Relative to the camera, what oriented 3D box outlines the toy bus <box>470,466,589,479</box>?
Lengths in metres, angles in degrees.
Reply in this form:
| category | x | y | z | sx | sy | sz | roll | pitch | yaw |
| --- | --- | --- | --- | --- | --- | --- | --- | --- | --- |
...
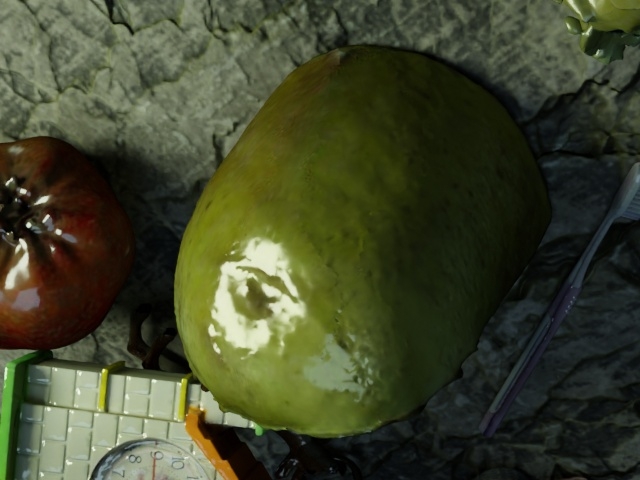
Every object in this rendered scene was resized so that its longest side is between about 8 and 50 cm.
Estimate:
| category | x | y | z | sx | sy | sz | roll | pitch | yaw |
| --- | --- | --- | --- | --- | --- | --- | --- | --- | --- |
| toy bus | 0.108 | 0.403 | 1.429 | 0.426 | 0.203 | 0.233 | -14 | 125 | 21 |

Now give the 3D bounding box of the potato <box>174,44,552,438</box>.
| category | x | y | z | sx | sy | sz | roll | pitch | yaw |
| --- | --- | --- | --- | --- | --- | --- | --- | --- | --- |
| potato | 0.000 | 0.000 | 1.120 | 0.330 | 0.280 | 0.213 | -8 | 125 | 22 |

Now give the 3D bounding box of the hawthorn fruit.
| category | x | y | z | sx | sy | sz | roll | pitch | yaw |
| --- | --- | --- | --- | --- | --- | --- | --- | --- | --- |
| hawthorn fruit | -0.278 | 0.022 | 1.270 | 0.208 | 0.208 | 0.248 | 17 | 152 | 2 |

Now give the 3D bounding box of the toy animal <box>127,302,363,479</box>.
| category | x | y | z | sx | sy | sz | roll | pitch | yaw |
| --- | --- | --- | --- | --- | --- | --- | --- | --- | --- |
| toy animal | -0.078 | 0.176 | 1.403 | 0.243 | 0.087 | 0.260 | 9 | 132 | 27 |

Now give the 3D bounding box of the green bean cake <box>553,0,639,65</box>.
| category | x | y | z | sx | sy | sz | roll | pitch | yaw |
| --- | --- | --- | --- | --- | --- | --- | --- | --- | --- |
| green bean cake | 0.320 | -0.180 | 0.904 | 0.285 | 0.202 | 0.310 | -41 | 85 | 33 |

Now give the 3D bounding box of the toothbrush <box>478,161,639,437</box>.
| category | x | y | z | sx | sy | sz | roll | pitch | yaw |
| --- | --- | --- | --- | --- | --- | --- | --- | --- | --- |
| toothbrush | 0.230 | 0.067 | 1.264 | 0.029 | 0.024 | 0.354 | 18 | 127 | -8 |

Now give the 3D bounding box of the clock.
| category | x | y | z | sx | sy | sz | roll | pitch | yaw |
| --- | --- | --- | --- | --- | --- | --- | --- | --- | --- |
| clock | -0.161 | 0.226 | 1.229 | 0.255 | 0.106 | 0.220 | 5 | 93 | 7 |
